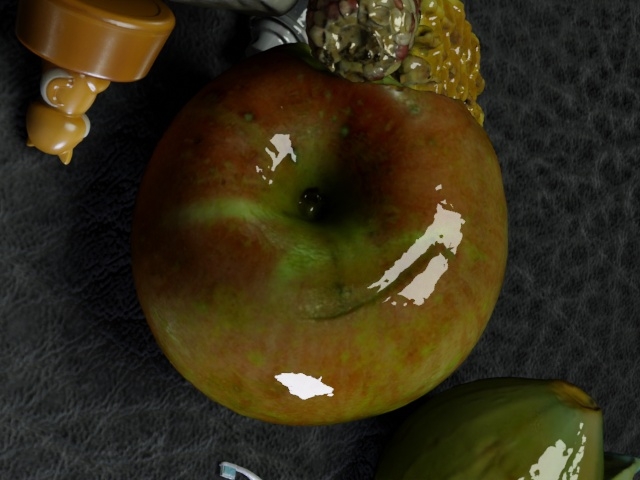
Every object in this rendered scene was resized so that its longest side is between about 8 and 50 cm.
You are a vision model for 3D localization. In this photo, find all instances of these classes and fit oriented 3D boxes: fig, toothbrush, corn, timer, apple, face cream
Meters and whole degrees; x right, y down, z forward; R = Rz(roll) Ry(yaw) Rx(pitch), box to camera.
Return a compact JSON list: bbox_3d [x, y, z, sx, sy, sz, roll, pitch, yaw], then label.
[{"bbox_3d":[0.191,0.253,1.939,0.271,0.239,0.239,-43,141,18],"label":"fig"},{"bbox_3d":[-0.049,0.247,1.850,0.162,0.014,0.017,30,60,-47],"label":"toothbrush"},{"bbox_3d":[0.045,-0.235,1.586,0.290,0.098,0.098,-77,151,-55],"label":"corn"},{"bbox_3d":[-0.207,-0.140,1.545,0.132,0.132,0.152,-2,120,-49],"label":"timer"},{"bbox_3d":[0.000,0.000,1.631,0.339,0.339,0.339,-11,104,-47],"label":"apple"},{"bbox_3d":[0.011,-0.279,1.782,0.283,0.073,0.073,-59,134,-24],"label":"face cream"}]

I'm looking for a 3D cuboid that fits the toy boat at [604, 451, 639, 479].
[{"bbox_3d":[0.294,0.369,2.186,0.084,0.111,0.276,36,70,-40],"label":"toy boat"}]

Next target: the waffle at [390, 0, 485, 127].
[{"bbox_3d":[0.115,-0.131,1.870,0.283,0.065,0.309,-63,146,-57],"label":"waffle"}]

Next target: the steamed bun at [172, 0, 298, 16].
[{"bbox_3d":[-0.132,-0.321,1.433,0.383,0.236,0.247,21,86,-30],"label":"steamed bun"}]
